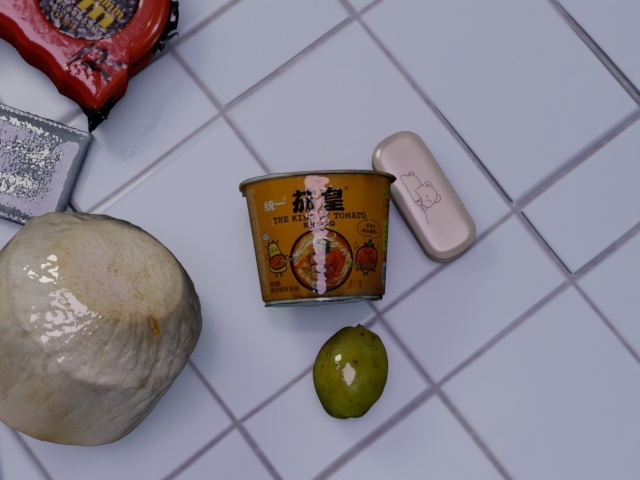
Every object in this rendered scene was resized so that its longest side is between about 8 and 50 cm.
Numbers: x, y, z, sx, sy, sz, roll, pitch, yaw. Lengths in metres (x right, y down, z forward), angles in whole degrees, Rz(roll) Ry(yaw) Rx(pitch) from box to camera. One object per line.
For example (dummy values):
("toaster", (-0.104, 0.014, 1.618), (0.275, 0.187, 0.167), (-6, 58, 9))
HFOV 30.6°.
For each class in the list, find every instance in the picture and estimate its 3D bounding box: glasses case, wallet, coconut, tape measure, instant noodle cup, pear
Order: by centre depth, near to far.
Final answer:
("coconut", (-0.321, 0.118, 1.513), (0.329, 0.329, 0.328), (0, 78, -1))
("instant noodle cup", (0.000, 0.000, 1.576), (0.216, 0.216, 0.172), (-3, 85, -1))
("pear", (0.040, 0.176, 1.582), (0.107, 0.107, 0.131), (6, 82, 1))
("glasses case", (0.146, -0.062, 1.663), (0.083, 0.050, 0.196), (-32, 81, -5))
("tape measure", (-0.330, -0.326, 1.671), (0.253, 0.114, 0.260), (41, 76, -4))
("wallet", (-0.454, -0.113, 1.674), (0.222, 0.036, 0.167), (19, 79, 3))
